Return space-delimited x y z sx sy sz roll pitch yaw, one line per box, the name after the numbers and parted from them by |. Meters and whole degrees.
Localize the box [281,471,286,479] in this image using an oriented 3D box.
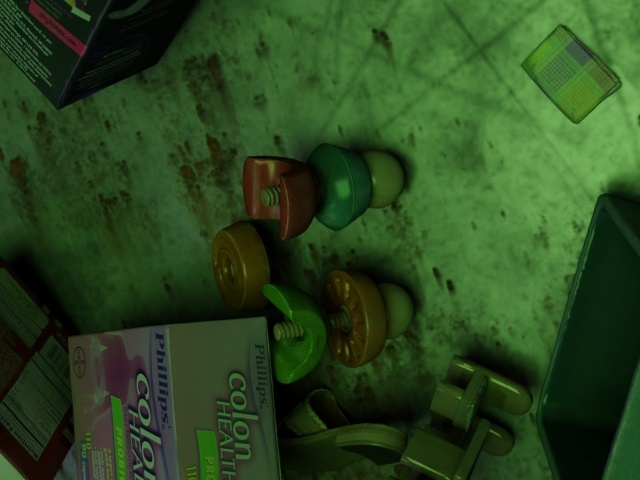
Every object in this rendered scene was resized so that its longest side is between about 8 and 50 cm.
-0.087 0.387 1.166 0.119 0.182 0.181 -20 96 22 | box

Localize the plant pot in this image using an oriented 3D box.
0.355 0.128 0.912 0.252 0.247 0.248 11 108 -1 | plant pot

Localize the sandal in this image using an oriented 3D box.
0.010 0.201 1.143 0.088 0.079 0.240 31 150 -31 | sandal

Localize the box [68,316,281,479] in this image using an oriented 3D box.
-0.159 0.196 1.095 0.243 0.117 0.214 -11 82 52 | box

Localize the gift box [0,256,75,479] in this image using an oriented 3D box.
-0.427 0.193 1.214 0.258 0.276 0.255 -29 105 21 | gift box

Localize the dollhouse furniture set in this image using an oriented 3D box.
0.146 0.286 1.044 0.161 0.212 0.242 24 136 14 | dollhouse furniture set

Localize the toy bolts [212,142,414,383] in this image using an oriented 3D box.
0.000 0.000 1.089 0.218 0.158 0.229 40 134 51 | toy bolts

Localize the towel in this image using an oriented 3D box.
0.239 -0.158 0.998 0.083 0.009 0.060 47 115 5 | towel

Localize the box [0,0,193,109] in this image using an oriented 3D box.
-0.202 -0.282 1.007 0.143 0.165 0.270 47 133 4 | box
